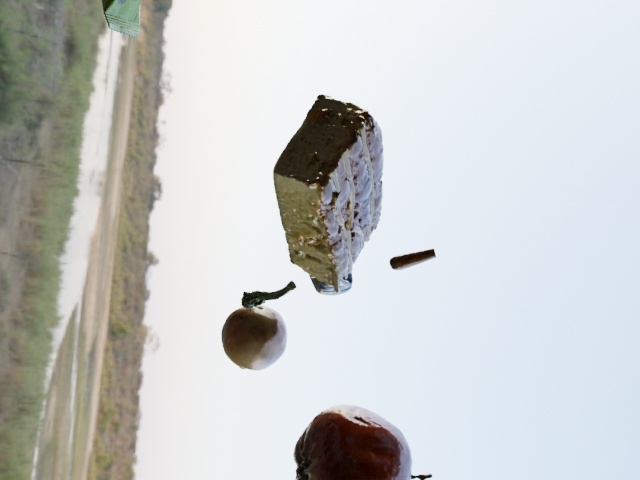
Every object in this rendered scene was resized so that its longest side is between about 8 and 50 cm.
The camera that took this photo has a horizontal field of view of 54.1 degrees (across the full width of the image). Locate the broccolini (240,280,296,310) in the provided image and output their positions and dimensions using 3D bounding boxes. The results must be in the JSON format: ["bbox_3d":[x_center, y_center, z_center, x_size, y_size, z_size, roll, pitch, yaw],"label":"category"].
[{"bbox_3d":[-0.126,0.128,1.488,0.239,0.051,0.054,-24,-98,56],"label":"broccolini"}]

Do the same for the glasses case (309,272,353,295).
[{"bbox_3d":[0.000,0.000,1.262,0.065,0.087,0.248,116,-37,-45],"label":"glasses case"}]

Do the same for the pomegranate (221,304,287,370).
[{"bbox_3d":[-0.178,0.268,1.723,0.191,0.191,0.191,-175,-90,-74],"label":"pomegranate"}]

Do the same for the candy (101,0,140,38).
[{"bbox_3d":[-0.456,-0.593,1.433,0.149,0.069,0.246,-14,102,-69],"label":"candy"}]

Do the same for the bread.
[{"bbox_3d":[0.021,-0.068,0.971,0.184,0.114,0.274,-61,158,-30],"label":"bread"}]

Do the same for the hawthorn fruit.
[{"bbox_3d":[0.085,0.433,1.175,0.242,0.272,0.242,-176,-90,-70],"label":"hawthorn fruit"}]

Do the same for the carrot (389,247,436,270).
[{"bbox_3d":[0.180,0.037,1.231,0.032,0.093,0.032,-15,90,-77],"label":"carrot"}]
